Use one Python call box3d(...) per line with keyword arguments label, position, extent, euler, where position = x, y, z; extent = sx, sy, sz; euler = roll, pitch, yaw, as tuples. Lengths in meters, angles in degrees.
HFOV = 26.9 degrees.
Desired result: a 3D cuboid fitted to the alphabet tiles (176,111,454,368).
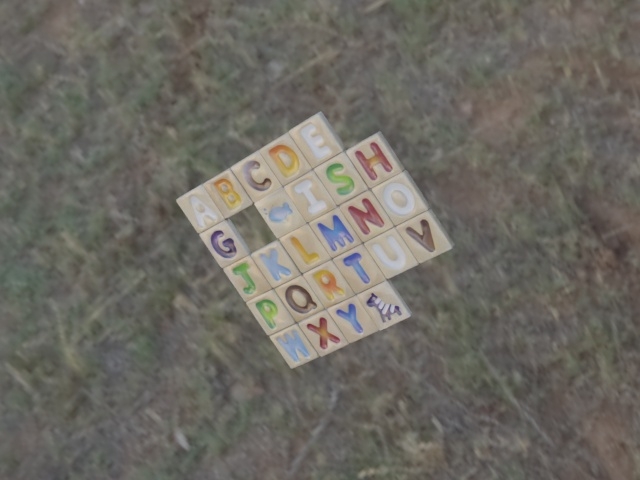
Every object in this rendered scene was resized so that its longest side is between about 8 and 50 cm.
box3d(label="alphabet tiles", position=(0.000, 0.000, 1.203), extent=(0.237, 0.198, 0.009), euler=(-28, 10, 39))
